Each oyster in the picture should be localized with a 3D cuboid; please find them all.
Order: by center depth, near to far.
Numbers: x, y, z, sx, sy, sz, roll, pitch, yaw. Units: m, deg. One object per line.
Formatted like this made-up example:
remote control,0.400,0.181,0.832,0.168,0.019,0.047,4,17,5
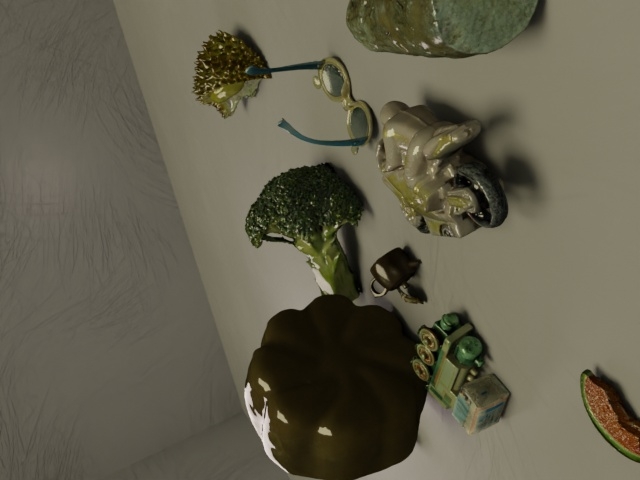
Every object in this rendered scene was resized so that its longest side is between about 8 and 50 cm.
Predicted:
oyster,0.166,0.109,1.415,0.054,0.019,0.083,33,180,-12

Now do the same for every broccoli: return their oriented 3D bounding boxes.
broccoli,-0.022,-0.002,1.613,0.252,0.221,0.361,19,141,17

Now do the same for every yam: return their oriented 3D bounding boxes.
yam,0.128,-0.295,0.934,0.330,0.133,0.133,26,135,63

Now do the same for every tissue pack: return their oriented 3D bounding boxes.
tissue pack,0.275,0.281,1.266,0.058,0.074,0.094,56,155,38

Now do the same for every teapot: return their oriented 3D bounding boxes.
teapot,0.137,0.066,1.384,0.121,0.076,0.068,-47,70,28

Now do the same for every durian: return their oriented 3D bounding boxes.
durian,-0.230,-0.402,1.806,0.306,0.167,0.172,139,138,-64

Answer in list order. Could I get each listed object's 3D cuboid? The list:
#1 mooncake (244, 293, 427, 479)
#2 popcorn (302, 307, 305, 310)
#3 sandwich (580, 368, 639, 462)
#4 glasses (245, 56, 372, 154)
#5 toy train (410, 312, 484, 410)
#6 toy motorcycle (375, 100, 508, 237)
mooncake,0.032,0.289,1.496,0.378,0.379,0.200,49,148,43
popcorn,0.014,0.241,1.819,0.180,0.170,0.180,34,-178,-1
sandwich,0.388,0.231,0.971,0.135,0.029,0.067,59,154,25
glasses,-0.007,-0.251,1.280,0.088,0.221,0.189,-38,69,30
toy train,0.231,0.213,1.312,0.125,0.081,0.194,44,149,28
toy motorcycle,0.162,-0.109,1.084,0.222,0.108,0.341,64,169,-7
